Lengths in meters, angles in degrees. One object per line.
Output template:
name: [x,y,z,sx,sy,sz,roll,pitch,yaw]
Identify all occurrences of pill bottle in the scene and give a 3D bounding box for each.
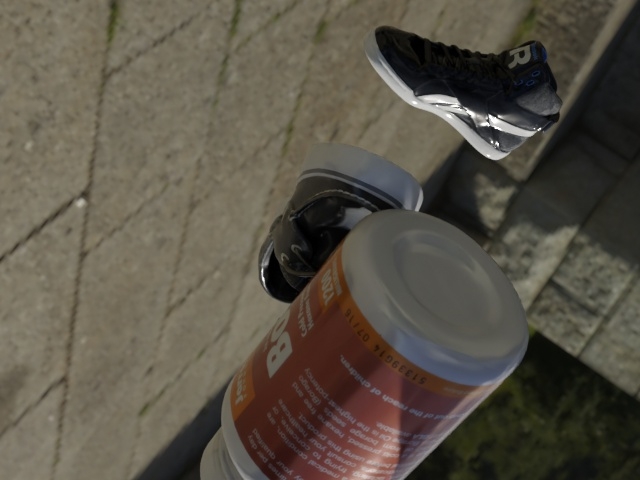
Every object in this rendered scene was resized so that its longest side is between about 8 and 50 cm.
pill bottle: [0.016,0.092,0.749,0.216,0.121,0.121,-52,172,35]

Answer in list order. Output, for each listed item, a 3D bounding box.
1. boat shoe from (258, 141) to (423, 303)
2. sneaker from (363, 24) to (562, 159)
boat shoe: [0.000,0.000,0.813,0.076,0.080,0.228,-67,-169,-15]
sneaker: [0.154,-0.174,1.235,0.121,0.217,0.079,-34,-138,32]
